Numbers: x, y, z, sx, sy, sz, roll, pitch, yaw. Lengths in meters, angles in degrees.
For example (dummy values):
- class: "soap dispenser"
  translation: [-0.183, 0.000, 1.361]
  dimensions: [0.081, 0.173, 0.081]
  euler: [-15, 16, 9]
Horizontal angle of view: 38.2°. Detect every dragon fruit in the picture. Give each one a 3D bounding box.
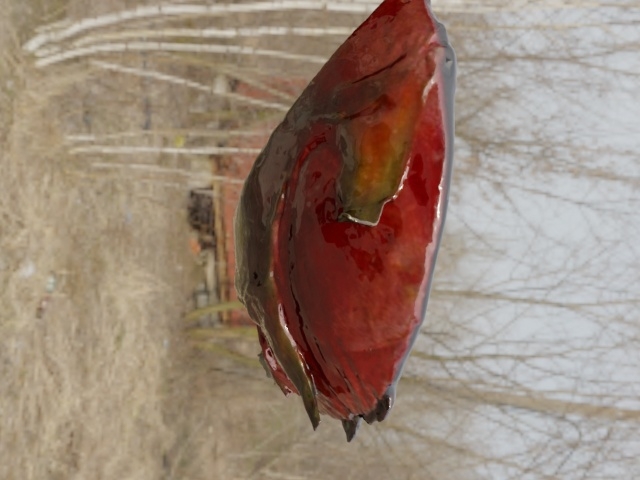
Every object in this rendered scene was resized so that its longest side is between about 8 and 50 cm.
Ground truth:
- class: "dragon fruit"
  translation: [0.000, 0.000, 0.703]
  dimensions: [0.343, 0.100, 0.282]
  euler: [123, -39, -48]
